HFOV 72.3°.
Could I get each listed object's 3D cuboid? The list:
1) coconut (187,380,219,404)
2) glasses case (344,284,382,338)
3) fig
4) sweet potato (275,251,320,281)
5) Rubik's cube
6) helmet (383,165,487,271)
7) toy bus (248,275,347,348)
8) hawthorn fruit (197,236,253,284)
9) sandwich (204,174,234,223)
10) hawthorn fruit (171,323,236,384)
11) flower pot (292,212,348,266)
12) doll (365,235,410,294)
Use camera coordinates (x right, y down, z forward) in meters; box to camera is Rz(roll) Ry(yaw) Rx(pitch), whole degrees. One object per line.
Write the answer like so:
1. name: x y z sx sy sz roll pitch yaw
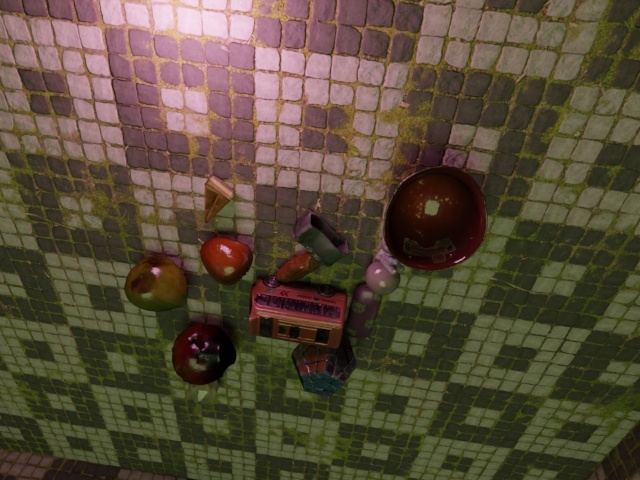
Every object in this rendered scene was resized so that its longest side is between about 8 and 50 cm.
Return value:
1. coconut: -0.632 0.802 2.361 0.160 0.162 0.161 4 127 5
2. glasses case: 0.189 0.322 1.952 0.123 0.076 0.317 11 127 -1
3. fig: -0.697 0.203 1.893 0.239 0.240 0.271 -29 120 25
4. sweet potato: -0.101 0.119 1.830 0.251 0.097 0.097 -29 118 32
5. Rubik's cube: 0.015 0.552 2.023 0.318 0.264 0.319 4 128 5
6. helmet: 0.383 -0.106 1.522 0.336 0.230 0.386 -4 116 8
7. toy bus: -0.105 0.320 1.896 0.425 0.233 0.203 9 127 0
8. hawthorn fruit: -0.404 0.066 1.791 0.251 0.199 0.199 35 124 -4
9. sandwich: -0.428 -0.160 1.689 0.113 0.079 0.163 41 122 -18
10. hawthorn fruit: -0.555 0.544 2.094 0.315 0.316 0.316 4 126 5
11. flower pot: 0.000 0.000 1.729 0.229 0.103 0.108 41 122 -21
12. doll: 0.270 0.079 1.737 0.150 0.151 0.288 13 119 -1
